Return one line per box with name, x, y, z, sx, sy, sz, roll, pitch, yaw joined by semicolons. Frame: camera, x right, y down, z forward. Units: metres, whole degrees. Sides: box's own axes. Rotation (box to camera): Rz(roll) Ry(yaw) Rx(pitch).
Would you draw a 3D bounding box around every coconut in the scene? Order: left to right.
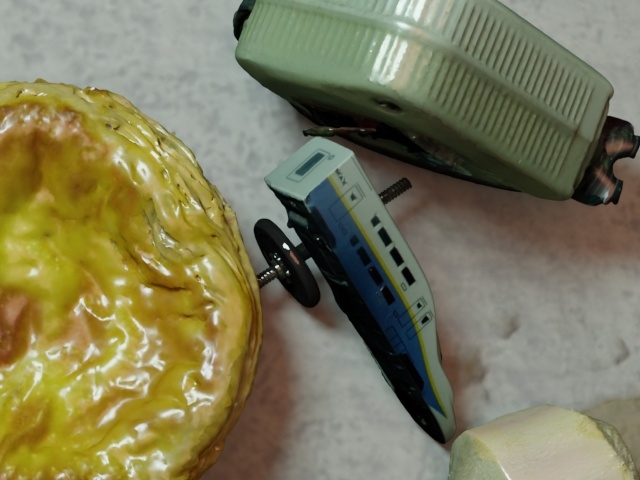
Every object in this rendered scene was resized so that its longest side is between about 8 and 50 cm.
coconut;0.138;0.170;1.159;0.122;0.116;0.116;-19;87;-16

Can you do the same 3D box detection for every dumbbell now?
dumbbell;0.000;0.000;1.176;0.147;0.069;0.069;-34;90;-13

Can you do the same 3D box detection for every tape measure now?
tape measure;0.061;-0.100;1.150;0.235;0.207;0.115;25;83;-47

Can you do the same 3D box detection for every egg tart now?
egg tart;-0.179;0.048;1.111;0.294;0.116;0.295;2;83;-13

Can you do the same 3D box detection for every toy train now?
toy train;0.043;0.039;1.142;0.051;0.052;0.234;-41;124;-14
